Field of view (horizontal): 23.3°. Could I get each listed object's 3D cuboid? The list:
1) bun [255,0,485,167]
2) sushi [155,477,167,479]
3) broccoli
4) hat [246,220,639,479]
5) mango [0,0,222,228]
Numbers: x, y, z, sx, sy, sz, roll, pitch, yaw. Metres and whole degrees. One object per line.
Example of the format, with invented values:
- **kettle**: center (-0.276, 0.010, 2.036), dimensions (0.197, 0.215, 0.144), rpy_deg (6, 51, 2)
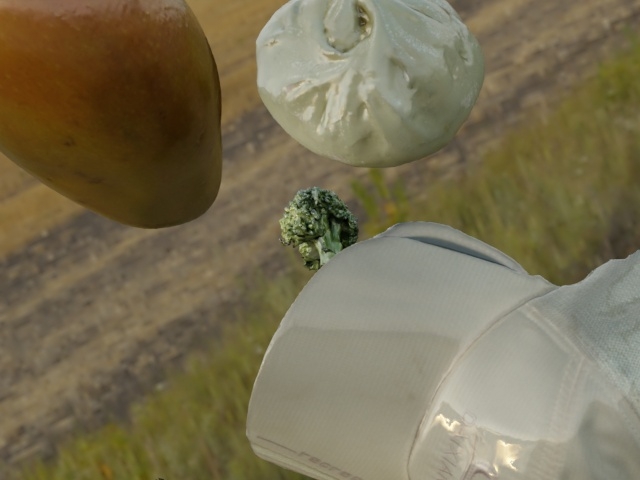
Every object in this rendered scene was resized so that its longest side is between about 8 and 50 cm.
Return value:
- **bun**: center (0.039, -0.148, 1.203), dimensions (0.183, 0.102, 0.183), rpy_deg (-1, 56, 2)
- **sushi**: center (-0.101, 0.333, 1.677), dimensions (0.040, 0.210, 0.192), rpy_deg (-73, 9, -51)
- **broccoli**: center (0.000, 0.000, 1.501), dimensions (0.097, 0.095, 0.092), rpy_deg (-46, 40, 39)
- **hat**: center (0.084, 0.107, 0.861), dimensions (0.226, 0.219, 0.164), rpy_deg (5, 31, -24)
- **mango**: center (-0.115, -0.078, 0.820), dimensions (0.138, 0.253, 0.113), rpy_deg (4, 64, 23)
